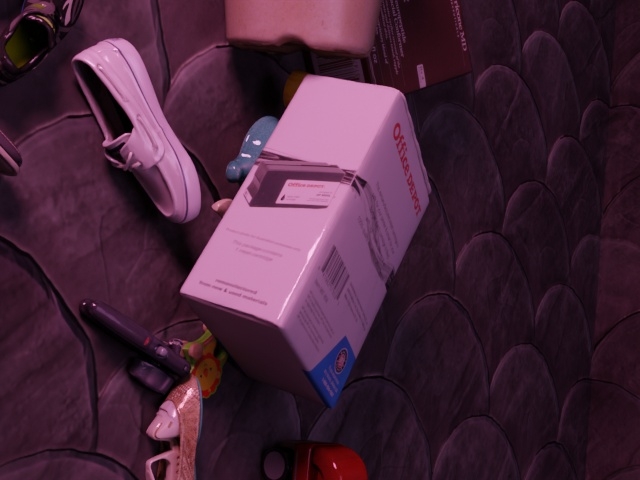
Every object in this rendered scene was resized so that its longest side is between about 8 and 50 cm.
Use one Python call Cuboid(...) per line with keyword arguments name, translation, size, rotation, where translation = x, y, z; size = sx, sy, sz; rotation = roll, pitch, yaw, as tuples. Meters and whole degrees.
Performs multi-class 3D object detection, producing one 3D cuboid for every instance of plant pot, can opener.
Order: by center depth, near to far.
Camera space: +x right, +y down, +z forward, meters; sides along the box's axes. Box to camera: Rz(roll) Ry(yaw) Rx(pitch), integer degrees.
Cuboid(name="can opener", translation=(-0.238, 0.132, 1.117), size=(0.186, 0.059, 0.073), rotation=(51, 50, -38))
Cuboid(name="plant pot", translation=(-0.021, -0.433, 1.273), size=(0.334, 0.334, 0.305), rotation=(-5, 102, -53))

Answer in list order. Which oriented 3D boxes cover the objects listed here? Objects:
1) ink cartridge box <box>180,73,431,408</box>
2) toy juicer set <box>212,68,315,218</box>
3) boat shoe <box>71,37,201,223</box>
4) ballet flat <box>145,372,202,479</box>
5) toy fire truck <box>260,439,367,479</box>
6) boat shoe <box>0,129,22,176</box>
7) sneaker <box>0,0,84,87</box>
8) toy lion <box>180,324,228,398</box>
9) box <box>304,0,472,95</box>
Cuboid(name="ink cartridge box", translation=(0.000, 0.000, 1.259), size=(0.395, 0.166, 0.285), rotation=(-62, 153, -24))
Cuboid(name="toy juicer set", translation=(-0.076, -0.098, 1.348), size=(0.329, 0.089, 0.209), rotation=(-57, 150, -33))
Cuboid(name="boat shoe", translation=(-0.245, -0.130, 1.115), size=(0.084, 0.095, 0.258), rotation=(-37, 106, -44))
Cuboid(name="ballet flat", translation=(-0.200, 0.281, 1.153), size=(0.067, 0.073, 0.206), rotation=(7, 78, -38))
Cuboid(name="toy fire truck", translation=(0.021, 0.419, 1.285), size=(0.158, 0.246, 0.217), rotation=(18, 73, -52))
Cuboid(name="boat shoe", translation=(-0.390, -0.156, 0.924), size=(0.206, 0.075, 0.065), rotation=(50, 53, -32))
Cuboid(name="sneaker", translation=(-0.329, -0.247, 1.009), size=(0.067, 0.078, 0.188), rotation=(56, 46, -35))
Cuboid(name="toy lion", translation=(-0.165, 0.176, 1.239), size=(0.100, 0.034, 0.096), rotation=(-42, 127, -47))
Cuboid(name="box", translation=(0.131, -0.363, 1.587), size=(0.381, 0.143, 0.191), rotation=(-30, 111, -52))
